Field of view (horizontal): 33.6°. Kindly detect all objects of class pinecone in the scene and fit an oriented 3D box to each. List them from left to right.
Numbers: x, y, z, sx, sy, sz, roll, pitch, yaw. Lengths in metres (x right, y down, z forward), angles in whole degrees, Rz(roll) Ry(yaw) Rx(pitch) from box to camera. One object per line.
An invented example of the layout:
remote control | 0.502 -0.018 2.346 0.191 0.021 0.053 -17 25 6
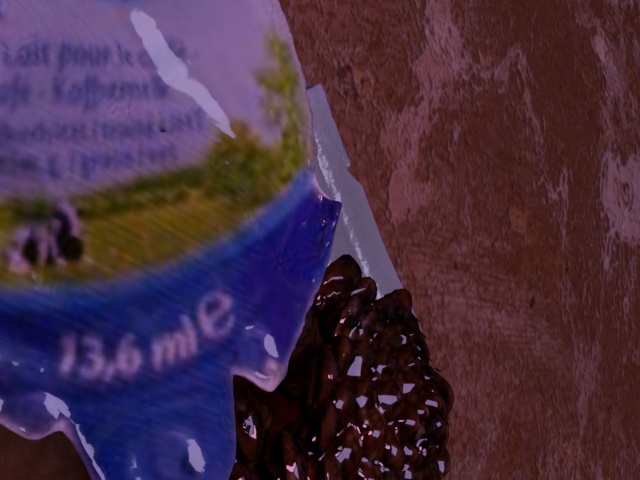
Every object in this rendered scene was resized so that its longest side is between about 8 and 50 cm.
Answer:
pinecone | -0.022 0.126 0.642 0.221 0.221 0.222 12 73 -45

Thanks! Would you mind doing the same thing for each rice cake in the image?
rice cake | 0.000 0.000 0.804 0.127 0.043 0.237 -32 106 -45

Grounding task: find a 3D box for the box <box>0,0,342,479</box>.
box | -0.146 -0.021 0.461 0.262 0.206 0.291 -17 91 -45
